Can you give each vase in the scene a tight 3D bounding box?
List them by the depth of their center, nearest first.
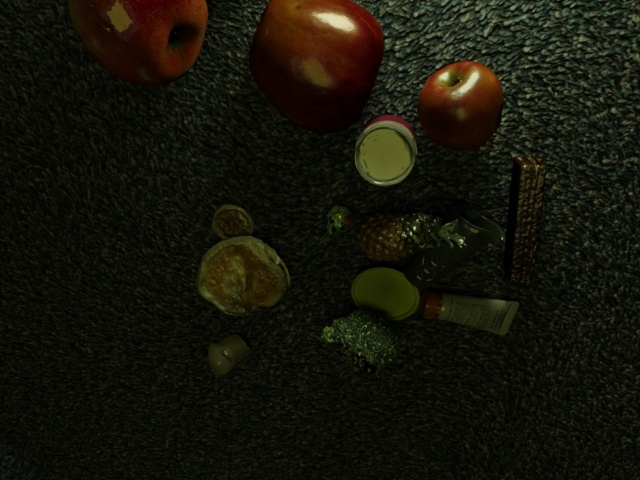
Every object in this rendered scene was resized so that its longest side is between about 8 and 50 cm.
[{"bbox_3d":[0.381,0.015,1.442,0.251,0.156,0.301,49,122,18],"label":"vase"}]

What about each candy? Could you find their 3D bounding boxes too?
[{"bbox_3d":[0.000,0.000,1.536,0.091,0.083,0.305,38,122,-9],"label":"candy"}]

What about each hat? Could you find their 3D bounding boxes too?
[{"bbox_3d":[-0.352,0.436,1.766,0.175,0.085,0.147,-35,103,22],"label":"hat"}]

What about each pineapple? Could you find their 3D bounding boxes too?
[{"bbox_3d":[0.274,-0.018,1.356,0.340,0.169,0.169,-2,118,48],"label":"pineapple"}]

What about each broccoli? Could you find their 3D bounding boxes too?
[{"bbox_3d":[0.130,0.367,1.592,0.263,0.247,0.243,-3,157,-20],"label":"broccoli"}]

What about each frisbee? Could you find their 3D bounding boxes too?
[{"bbox_3d":[0.220,0.183,1.576,0.236,0.017,0.236,9,125,13],"label":"frisbee"}]

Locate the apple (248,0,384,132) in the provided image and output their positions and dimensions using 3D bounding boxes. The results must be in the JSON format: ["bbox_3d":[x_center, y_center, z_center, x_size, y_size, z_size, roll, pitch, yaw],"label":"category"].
[{"bbox_3d":[-0.013,-0.497,1.293,0.365,0.295,0.329,29,77,-5],"label":"apple"}]

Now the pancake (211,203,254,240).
[{"bbox_3d":[-0.298,-0.052,1.580,0.151,0.025,0.151,2,118,4],"label":"pancake"}]

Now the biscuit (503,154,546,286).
[{"bbox_3d":[0.605,-0.052,1.384,0.073,0.107,0.388,-1,113,10],"label":"biscuit"}]

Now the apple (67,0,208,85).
[{"bbox_3d":[-0.465,-0.588,1.211,0.277,0.348,0.348,38,114,8],"label":"apple"}]

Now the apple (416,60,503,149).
[{"bbox_3d":[0.377,-0.353,1.244,0.230,0.230,0.230,3,113,8],"label":"apple"}]

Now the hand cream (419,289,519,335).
[{"bbox_3d":[0.493,0.230,1.538,0.314,0.089,0.140,14,116,-1],"label":"hand cream"}]

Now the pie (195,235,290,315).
[{"bbox_3d":[-0.269,0.134,1.618,0.339,0.077,0.339,4,119,7],"label":"pie"}]

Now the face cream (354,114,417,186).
[{"bbox_3d":[0.187,-0.257,1.318,0.175,0.195,0.175,4,115,9],"label":"face cream"}]
